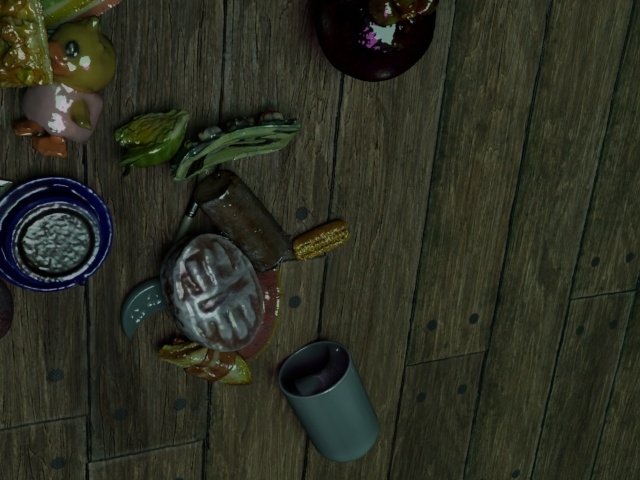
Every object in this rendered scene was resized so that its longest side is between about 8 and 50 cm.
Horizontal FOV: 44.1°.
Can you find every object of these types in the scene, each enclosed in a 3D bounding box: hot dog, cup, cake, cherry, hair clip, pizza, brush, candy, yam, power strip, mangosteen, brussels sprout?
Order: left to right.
[{"bbox_3d":[-0.733,0.156,1.667,0.176,0.140,0.176,-21,123,-35],"label":"cherry"},{"bbox_3d":[-0.635,-0.401,1.456,0.087,0.269,0.257,-36,122,-61],"label":"pizza"},{"bbox_3d":[-0.487,-0.482,1.560,0.225,0.090,0.109,-38,129,-7],"label":"cake"},{"bbox_3d":[-0.362,-0.215,1.711,0.181,0.139,0.100,-28,128,-19],"label":"brussels sprout"},{"bbox_3d":[-0.381,0.152,1.909,0.216,0.044,0.137,-19,118,-19],"label":"power strip"},{"bbox_3d":[-0.312,-0.046,1.867,0.042,0.039,0.299,16,104,-33],"label":"brush"},{"bbox_3d":[-0.281,0.293,1.988,0.123,0.093,0.262,-32,132,34],"label":"hot dog"},{"bbox_3d":[-0.256,0.120,1.853,0.214,0.157,0.289,-32,109,-31],"label":"candy"},{"bbox_3d":[-0.200,-0.229,1.794,0.321,0.138,0.091,-20,80,-31],"label":"hair clip"},{"bbox_3d":[-0.178,-0.047,1.866,0.131,0.131,0.279,-43,133,-6],"label":"yam"},{"bbox_3d":[0.000,0.000,2.045,0.165,0.045,0.071,-24,122,-18],"label":"hot dog"},{"bbox_3d":[0.032,0.452,2.159,0.206,0.205,0.312,-31,123,-13],"label":"cup"},{"bbox_3d":[0.136,-0.505,1.757,0.297,0.293,0.297,9,80,-60],"label":"mangosteen"}]

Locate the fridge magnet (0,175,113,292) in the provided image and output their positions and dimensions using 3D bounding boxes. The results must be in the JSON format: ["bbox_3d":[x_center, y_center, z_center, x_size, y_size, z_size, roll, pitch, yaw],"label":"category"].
[{"bbox_3d":[-0.576,-0.009,1.695,0.266,0.113,0.265,-12,114,-27],"label":"fridge magnet"}]

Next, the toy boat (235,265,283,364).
[{"bbox_3d":[-0.172,0.185,2.007,0.141,0.099,0.317,20,104,9],"label":"toy boat"}]

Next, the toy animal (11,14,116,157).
[{"bbox_3d":[-0.496,-0.314,1.570,0.169,0.195,0.281,-19,139,-55],"label":"toy animal"}]

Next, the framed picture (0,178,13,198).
[{"bbox_3d":[-0.783,-0.057,1.624,0.260,0.023,0.189,10,103,-30],"label":"framed picture"}]
